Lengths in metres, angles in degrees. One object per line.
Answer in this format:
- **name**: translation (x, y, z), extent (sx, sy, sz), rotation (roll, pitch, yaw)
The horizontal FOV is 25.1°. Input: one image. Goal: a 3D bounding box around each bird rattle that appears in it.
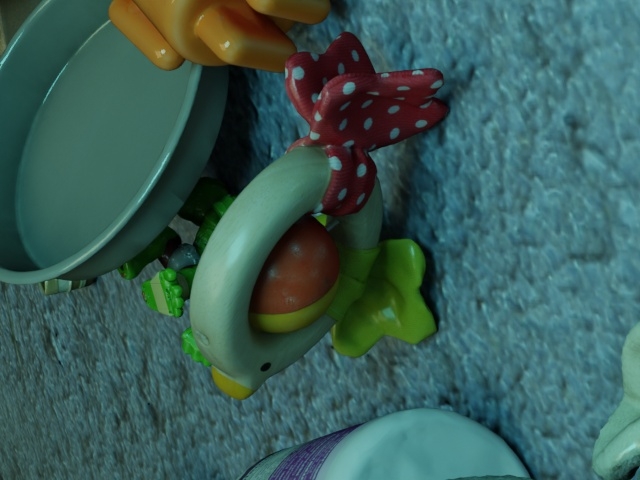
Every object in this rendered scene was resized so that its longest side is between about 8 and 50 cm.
- **bird rattle**: translation (0.000, 0.000, 0.935), extent (0.143, 0.207, 0.253), rotation (35, 148, 19)

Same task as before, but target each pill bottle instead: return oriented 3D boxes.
- **pill bottle**: translation (0.017, 0.227, 1.059), extent (0.301, 0.169, 0.169), rotation (-33, 79, 60)

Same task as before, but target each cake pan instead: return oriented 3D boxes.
- **cake pan**: translation (-0.180, -0.095, 1.152), extent (0.293, 0.054, 0.293), rotation (-22, 55, 36)

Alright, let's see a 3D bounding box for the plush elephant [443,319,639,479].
- **plush elephant**: translation (0.166, 0.194, 0.738), extent (0.272, 0.330, 0.255), rotation (48, 123, 10)

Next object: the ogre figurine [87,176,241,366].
- **ogre figurine**: translation (-0.101, 0.008, 1.169), extent (0.197, 0.118, 0.096), rotation (34, 133, 45)

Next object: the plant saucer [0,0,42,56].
- **plant saucer**: translation (-0.273, -0.175, 1.411), extent (0.310, 0.050, 0.310), rotation (35, 135, 44)

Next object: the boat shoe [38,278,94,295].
- **boat shoe**: translation (-0.311, -0.027, 1.537), extent (0.190, 0.072, 0.068), rotation (58, 148, 20)

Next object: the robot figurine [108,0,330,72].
- **robot figurine**: translation (-0.084, -0.210, 1.003), extent (0.219, 0.128, 0.158), rotation (50, 156, 29)
